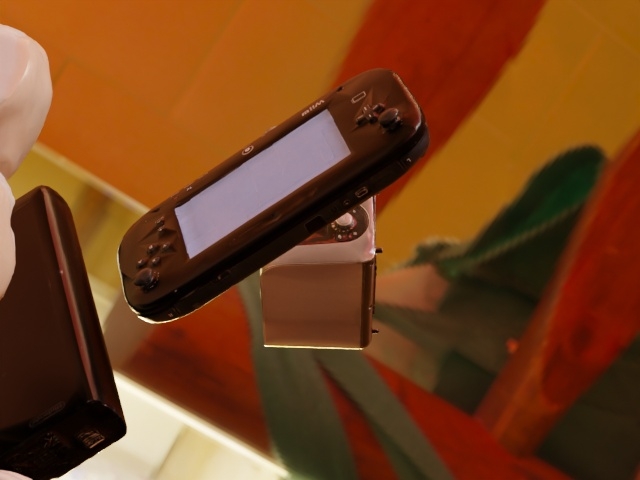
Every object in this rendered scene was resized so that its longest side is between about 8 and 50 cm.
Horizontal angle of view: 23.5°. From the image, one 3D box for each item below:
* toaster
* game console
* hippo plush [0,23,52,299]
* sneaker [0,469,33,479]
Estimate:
[{"bbox_3d":[0.000,0.000,1.438,0.186,0.110,0.168,89,-179,-55],"label":"toaster"},{"bbox_3d":[-0.102,0.007,0.910,0.361,0.044,0.213,-32,40,5],"label":"game console"},{"bbox_3d":[-0.279,-0.001,0.741,0.234,0.294,0.236,-59,-7,-37],"label":"hippo plush"},{"bbox_3d":[-0.218,0.137,0.584,0.153,0.268,0.101,-120,37,-78],"label":"sneaker"}]
